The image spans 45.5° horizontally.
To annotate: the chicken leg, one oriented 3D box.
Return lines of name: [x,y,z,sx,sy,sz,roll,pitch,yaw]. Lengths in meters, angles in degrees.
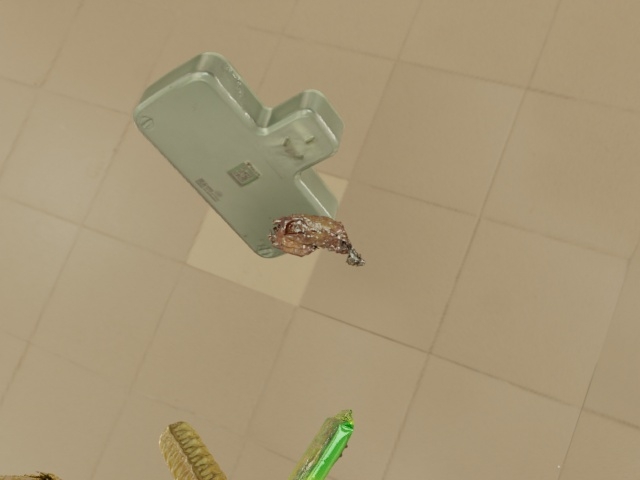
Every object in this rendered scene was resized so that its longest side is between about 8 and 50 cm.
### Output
chicken leg: [-0.001,-0.002,0.608,0.083,0.021,0.036,11,94,-15]

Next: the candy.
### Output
candy: [-0.010,0.306,1.033,0.032,0.102,0.178,36,75,-7]

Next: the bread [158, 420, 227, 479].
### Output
bread: [-0.247,0.454,1.508,0.084,0.367,0.077,-11,105,-23]

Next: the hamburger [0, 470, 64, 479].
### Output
hamburger: [-0.287,0.251,0.608,0.191,0.182,0.117,-15,74,27]

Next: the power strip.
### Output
power strip: [-0.066,-0.104,0.889,0.194,0.265,0.059,-23,34,27]
